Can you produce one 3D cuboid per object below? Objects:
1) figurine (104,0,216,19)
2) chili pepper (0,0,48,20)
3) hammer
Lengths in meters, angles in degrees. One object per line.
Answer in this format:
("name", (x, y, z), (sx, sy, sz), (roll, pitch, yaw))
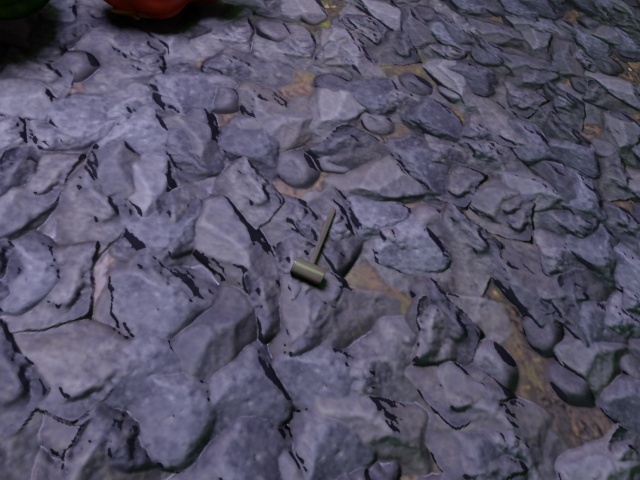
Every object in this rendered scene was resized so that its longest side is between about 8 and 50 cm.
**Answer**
("figurine", (-0.202, -0.421, 0.724), (0.208, 0.181, 0.257), (21, 54, -39))
("chili pepper", (-0.484, -0.302, 0.562), (0.384, 0.168, 0.213), (-8, 44, -9))
("hammer", (0.000, 0.000, 0.588), (0.035, 0.019, 0.110), (23, 51, -1))
